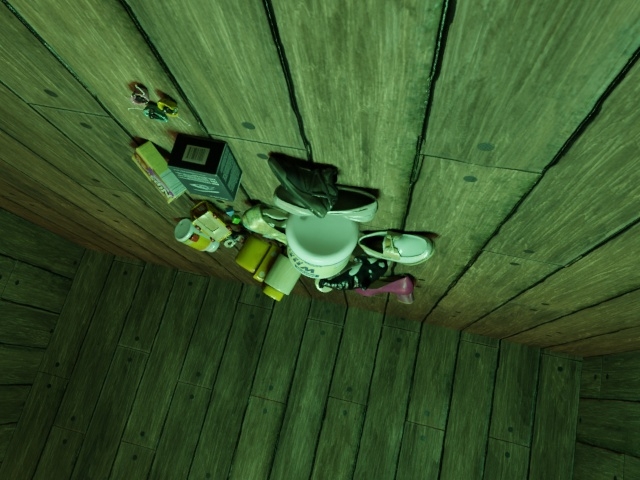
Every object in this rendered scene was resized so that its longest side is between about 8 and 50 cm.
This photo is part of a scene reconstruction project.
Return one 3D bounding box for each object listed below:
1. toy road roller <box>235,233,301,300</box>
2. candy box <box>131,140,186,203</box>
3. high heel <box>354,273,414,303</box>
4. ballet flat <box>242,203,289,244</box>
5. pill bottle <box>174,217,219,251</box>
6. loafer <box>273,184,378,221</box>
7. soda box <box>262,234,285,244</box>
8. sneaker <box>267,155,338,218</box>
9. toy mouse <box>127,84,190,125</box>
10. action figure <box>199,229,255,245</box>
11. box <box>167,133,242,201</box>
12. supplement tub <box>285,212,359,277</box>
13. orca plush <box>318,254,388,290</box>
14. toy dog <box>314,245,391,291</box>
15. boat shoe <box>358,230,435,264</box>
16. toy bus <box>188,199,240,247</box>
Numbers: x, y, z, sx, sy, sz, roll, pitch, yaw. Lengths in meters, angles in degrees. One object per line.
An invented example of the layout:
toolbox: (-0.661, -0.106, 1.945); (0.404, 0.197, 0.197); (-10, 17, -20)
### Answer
toy road roller: (-0.219, 0.094, 1.941); (0.241, 0.202, 0.329); (31, 176, -12)
candy box: (-0.511, -0.213, 1.491); (0.186, 0.053, 0.109); (55, 152, -12)
high heel: (0.296, 0.196, 2.367); (0.377, 0.127, 0.181); (10, 136, 29)
ballet flat: (-0.135, -0.050, 1.818); (0.349, 0.123, 0.123); (23, 162, -36)
pill bottle: (-0.591, -0.018, 2.276); (0.118, 0.117, 0.208); (3, 162, 34)
loafer: (0.016, -0.128, 1.416); (0.320, 0.112, 0.111); (6, 159, 0)
soda box: (-0.131, -0.017, 1.978); (0.216, 0.069, 0.074); (21, 163, -23)
sneaker: (-0.038, -0.180, 1.333); (0.227, 0.130, 0.087); (41, 171, 6)
toy mouse: (-0.425, -0.340, 1.174); (0.143, 0.031, 0.161); (5, 162, 27)
action figure: (-0.406, -0.030, 2.095); (0.285, 0.099, 0.185); (20, -178, 5)
box: (-0.338, -0.212, 1.407); (0.153, 0.108, 0.207); (12, 165, 6)
supplement tub: (0.000, 0.000, 1.616); (0.236, 0.235, 0.325); (14, 164, 1)
orca plush: (0.141, 0.144, 1.795); (0.287, 0.151, 0.102); (-5, -146, -23)
toy dog: (0.104, 0.077, 1.912); (0.334, 0.161, 0.220); (-24, -162, -22)
boat shoe: (0.266, 0.024, 1.700); (0.103, 0.113, 0.302); (20, 165, -40)
toy bus: (-0.442, -0.077, 1.930); (0.191, 0.104, 0.202); (-1, 134, -27)
